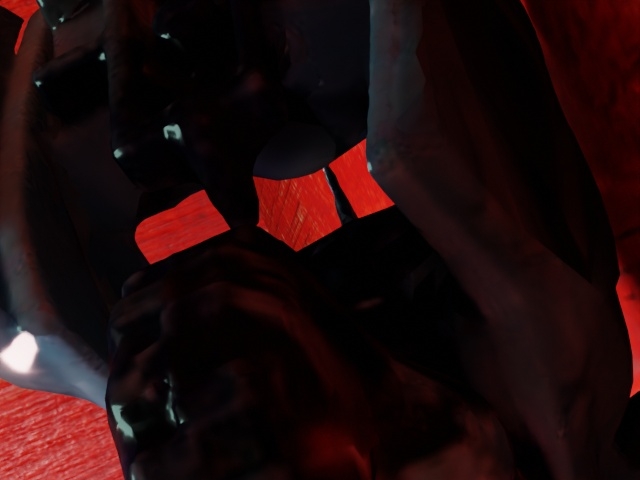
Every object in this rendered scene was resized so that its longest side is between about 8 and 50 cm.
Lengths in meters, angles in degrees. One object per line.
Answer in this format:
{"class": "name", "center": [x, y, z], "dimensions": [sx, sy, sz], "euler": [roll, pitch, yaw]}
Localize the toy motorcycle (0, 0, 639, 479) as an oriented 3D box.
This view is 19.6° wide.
{"class": "toy motorcycle", "center": [0.000, 0.000, 0.559], "dimensions": [0.232, 0.172, 0.416], "euler": [54, -165, -39]}
